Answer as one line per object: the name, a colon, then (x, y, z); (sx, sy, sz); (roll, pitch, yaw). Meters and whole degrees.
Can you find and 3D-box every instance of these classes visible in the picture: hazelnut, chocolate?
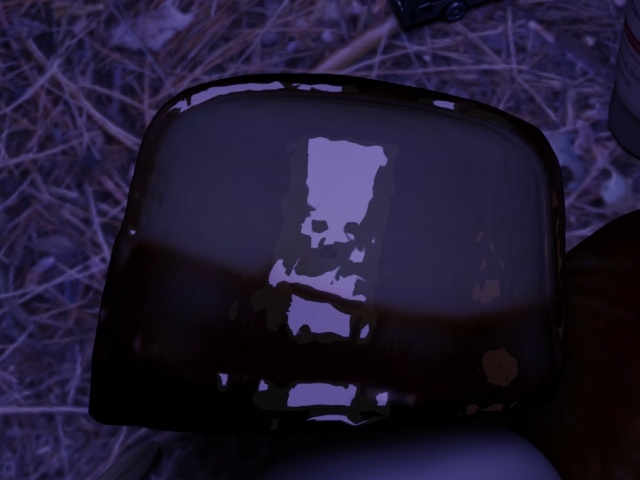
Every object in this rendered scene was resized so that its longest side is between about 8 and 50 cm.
hazelnut: (0.224, 0.073, 0.931); (0.229, 0.229, 0.229); (-1, 61, 2)
chocolate: (0.000, 0.000, 0.869); (0.283, 0.283, 0.186); (-3, 91, 1)

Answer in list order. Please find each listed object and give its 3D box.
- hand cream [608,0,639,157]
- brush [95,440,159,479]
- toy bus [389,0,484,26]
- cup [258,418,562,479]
hand cream: (0.255, -0.147, 1.016); (0.133, 0.248, 0.083); (40, 67, 22)
brush: (-0.206, 0.227, 0.945); (0.299, 0.042, 0.039); (-44, 36, -20)
toy bus: (0.132, -0.216, 1.162); (0.166, 0.065, 0.047); (-19, 63, -10)
cup: (0.073, 0.261, 0.818); (0.212, 0.212, 0.317); (-14, 61, -5)
